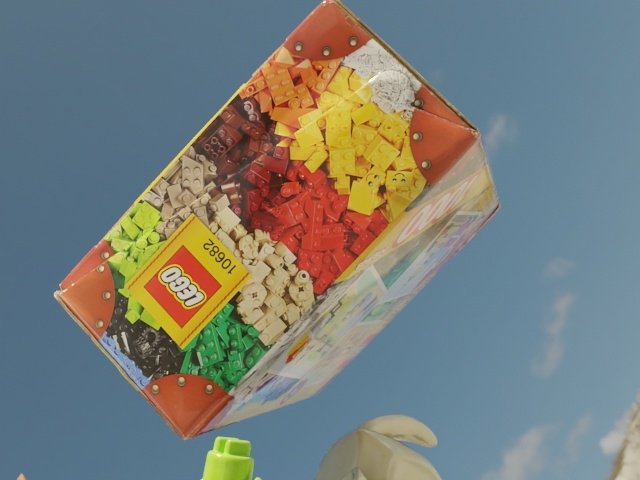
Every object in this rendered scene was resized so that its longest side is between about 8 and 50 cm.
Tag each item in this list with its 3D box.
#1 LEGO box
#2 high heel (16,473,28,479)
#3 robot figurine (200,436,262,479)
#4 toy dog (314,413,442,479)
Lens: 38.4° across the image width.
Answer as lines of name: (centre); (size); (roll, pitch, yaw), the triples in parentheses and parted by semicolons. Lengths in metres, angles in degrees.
LEGO box: (0.000, 0.000, 1.031); (0.372, 0.193, 0.500); (-46, -13, 6)
high heel: (-0.291, 0.116, 0.465); (0.181, 0.127, 0.377); (-43, -80, -19)
robot figurine: (-0.128, 0.330, 1.260); (0.067, 0.101, 0.115); (17, -103, -43)
toy dog: (0.127, 0.460, 1.155); (0.284, 0.408, 0.395); (-46, 5, 33)
